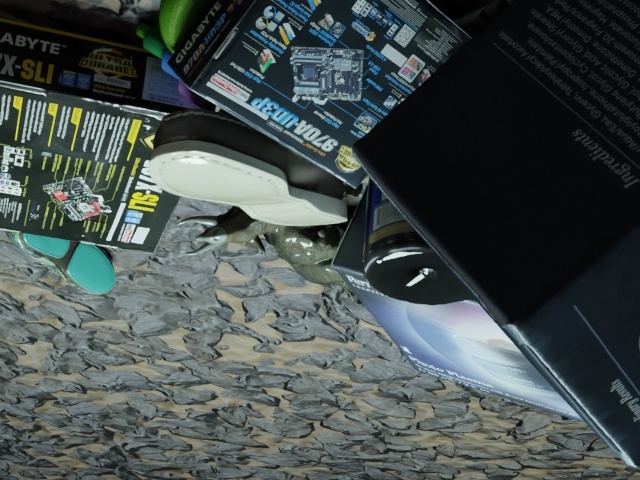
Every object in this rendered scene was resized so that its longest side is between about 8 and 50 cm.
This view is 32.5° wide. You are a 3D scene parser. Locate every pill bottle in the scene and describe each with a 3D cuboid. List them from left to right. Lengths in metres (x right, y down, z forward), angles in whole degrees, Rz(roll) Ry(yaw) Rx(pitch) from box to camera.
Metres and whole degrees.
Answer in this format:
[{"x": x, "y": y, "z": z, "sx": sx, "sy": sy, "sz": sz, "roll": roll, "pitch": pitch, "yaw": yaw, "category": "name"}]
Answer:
[{"x": 0.106, "y": -0.059, "z": 1.049, "sx": 0.123, "sy": 0.219, "sz": 0.123, "roll": 5, "pitch": 152, "yaw": 2, "category": "pill bottle"}]

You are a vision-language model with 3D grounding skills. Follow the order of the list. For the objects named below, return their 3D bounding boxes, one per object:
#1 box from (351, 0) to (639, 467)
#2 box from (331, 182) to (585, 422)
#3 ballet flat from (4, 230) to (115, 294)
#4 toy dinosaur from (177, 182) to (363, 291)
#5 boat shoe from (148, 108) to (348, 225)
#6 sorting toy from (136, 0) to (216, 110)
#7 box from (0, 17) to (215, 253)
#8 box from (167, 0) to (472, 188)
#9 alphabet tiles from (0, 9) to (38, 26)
[{"x": 0.279, "y": -0.069, "z": 0.820, "sx": 0.395, "sy": 0.212, "sz": 0.293, "roll": -41, "pitch": 139, "yaw": 4, "category": "box"}, {"x": 0.214, "y": 0.052, "z": 1.195, "sx": 0.296, "sy": 0.182, "sz": 0.294, "roll": 13, "pitch": 157, "yaw": 31, "category": "box"}, {"x": -0.343, "y": 0.011, "z": 1.443, "sx": 0.070, "sy": 0.070, "sz": 0.188, "roll": -9, "pitch": 147, "yaw": 25, "category": "ballet flat"}, {"x": 0.000, "y": 0.000, "z": 1.324, "sx": 0.160, "sy": 0.121, "sz": 0.313, "roll": -5, "pitch": 157, "yaw": 43, "category": "toy dinosaur"}, {"x": -0.062, "y": -0.083, "z": 1.064, "sx": 0.117, "sy": 0.096, "sz": 0.324, "roll": -3, "pitch": 171, "yaw": 25, "category": "boat shoe"}, {"x": -0.130, "y": -0.246, "z": 0.907, "sx": 0.126, "sy": 0.127, "sz": 0.365, "roll": 32, "pitch": 157, "yaw": 11, "category": "sorting toy"}, {"x": -0.271, "y": -0.099, "z": 1.177, "sx": 0.257, "sy": 0.079, "sz": 0.322, "roll": 8, "pitch": 153, "yaw": -16, "category": "box"}, {"x": 0.007, "y": -0.162, "z": 0.941, "sx": 0.220, "sy": 0.051, "sz": 0.175, "roll": 27, "pitch": 106, "yaw": -43, "category": "box"}, {"x": -0.350, "y": -0.180, "z": 1.131, "sx": 0.237, "sy": 0.009, "sz": 0.198, "roll": 23, "pitch": 147, "yaw": -28, "category": "alphabet tiles"}]
